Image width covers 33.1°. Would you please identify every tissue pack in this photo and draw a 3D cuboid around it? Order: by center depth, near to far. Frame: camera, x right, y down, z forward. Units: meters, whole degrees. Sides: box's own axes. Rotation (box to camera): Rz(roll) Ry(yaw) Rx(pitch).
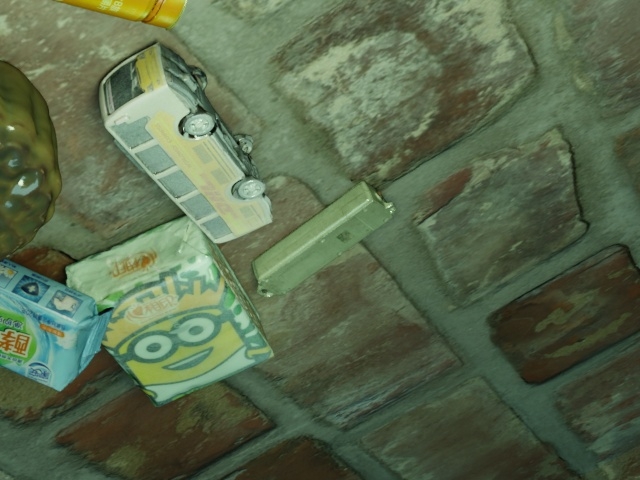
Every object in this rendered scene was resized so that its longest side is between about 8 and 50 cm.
[{"bbox_3d":[-0.237,0.117,1.724,0.228,0.128,0.311,-24,142,2],"label":"tissue pack"}]

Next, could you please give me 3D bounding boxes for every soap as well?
[{"bbox_3d":[-0.457,0.106,1.560,0.293,0.077,0.156,23,127,2],"label":"soap"}]

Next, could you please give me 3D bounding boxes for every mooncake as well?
[{"bbox_3d":[-0.469,-0.092,1.342,0.290,0.161,0.290,-15,140,-13],"label":"mooncake"}]

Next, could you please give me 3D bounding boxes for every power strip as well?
[{"bbox_3d":[0.000,0.000,1.768,0.272,0.052,0.078,-35,140,17],"label":"power strip"}]

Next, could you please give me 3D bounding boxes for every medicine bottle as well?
[{"bbox_3d":[-0.255,-0.312,1.244,0.191,0.096,0.096,10,131,-34],"label":"medicine bottle"}]

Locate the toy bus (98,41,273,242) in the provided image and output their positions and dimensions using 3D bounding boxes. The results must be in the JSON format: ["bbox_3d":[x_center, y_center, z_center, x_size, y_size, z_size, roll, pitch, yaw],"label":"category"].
[{"bbox_3d":[-0.177,-0.127,1.502,0.138,0.097,0.342,-24,143,12],"label":"toy bus"}]
